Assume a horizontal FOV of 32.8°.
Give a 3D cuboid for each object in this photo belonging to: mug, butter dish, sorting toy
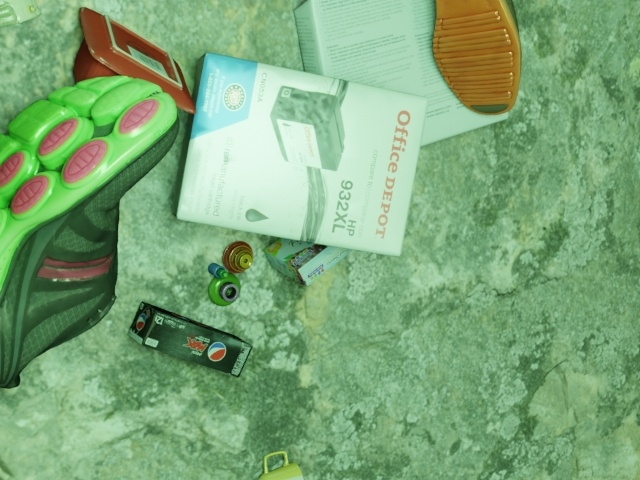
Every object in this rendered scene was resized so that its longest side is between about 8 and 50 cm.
[{"bbox_3d":[-0.067,0.377,1.693,0.064,0.078,0.062,-9,140,-20],"label":"mug"},{"bbox_3d":[-0.257,-0.197,1.384,0.160,0.160,0.118,29,111,-33],"label":"butter dish"},{"bbox_3d":[-0.128,0.050,1.570,0.061,0.042,0.102,15,95,-33],"label":"sorting toy"}]

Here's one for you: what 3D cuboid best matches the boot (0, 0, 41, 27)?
[{"bbox_3d":[-0.366,-0.350,1.301,0.213,0.077,0.165,-28,115,-17],"label":"boot"}]

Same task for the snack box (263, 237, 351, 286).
[{"bbox_3d":[0.000,0.000,1.600,0.141,0.100,0.037,-38,122,-19],"label":"snack box"}]

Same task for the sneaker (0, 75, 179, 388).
[{"bbox_3d":[-0.329,-0.003,1.337,0.483,0.185,0.202,-48,142,16],"label":"sneaker"}]

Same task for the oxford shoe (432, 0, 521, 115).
[{"bbox_3d":[0.228,-0.349,1.561,0.133,0.129,0.364,-63,145,-43],"label":"oxford shoe"}]

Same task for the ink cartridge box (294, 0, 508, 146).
[{"bbox_3d":[0.123,-0.302,1.619,0.324,0.071,0.330,-19,108,-26],"label":"ink cartridge box"}]

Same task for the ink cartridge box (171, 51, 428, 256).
[{"bbox_3d":[-0.029,-0.113,1.471,0.307,0.129,0.223,10,93,-11],"label":"ink cartridge box"}]

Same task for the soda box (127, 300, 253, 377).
[{"bbox_3d":[-0.185,0.142,1.549,0.169,0.060,0.053,25,88,-33],"label":"soda box"}]
